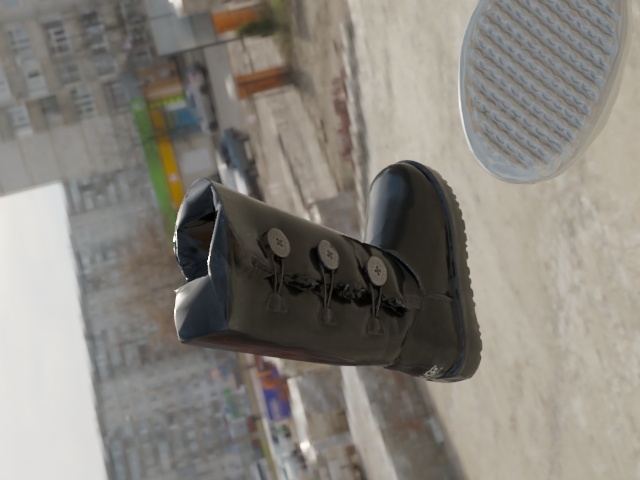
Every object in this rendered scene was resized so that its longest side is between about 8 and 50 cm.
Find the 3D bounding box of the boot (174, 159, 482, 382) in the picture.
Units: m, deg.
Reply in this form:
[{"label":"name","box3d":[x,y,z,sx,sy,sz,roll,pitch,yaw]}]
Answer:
[{"label":"boot","box3d":[0.001,0.002,1.480,0.146,0.445,0.367,-44,48,38]}]

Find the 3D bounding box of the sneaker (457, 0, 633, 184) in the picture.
[{"label":"sneaker","box3d":[0.183,-0.191,0.864,0.127,0.126,0.321,36,-117,-74]}]
